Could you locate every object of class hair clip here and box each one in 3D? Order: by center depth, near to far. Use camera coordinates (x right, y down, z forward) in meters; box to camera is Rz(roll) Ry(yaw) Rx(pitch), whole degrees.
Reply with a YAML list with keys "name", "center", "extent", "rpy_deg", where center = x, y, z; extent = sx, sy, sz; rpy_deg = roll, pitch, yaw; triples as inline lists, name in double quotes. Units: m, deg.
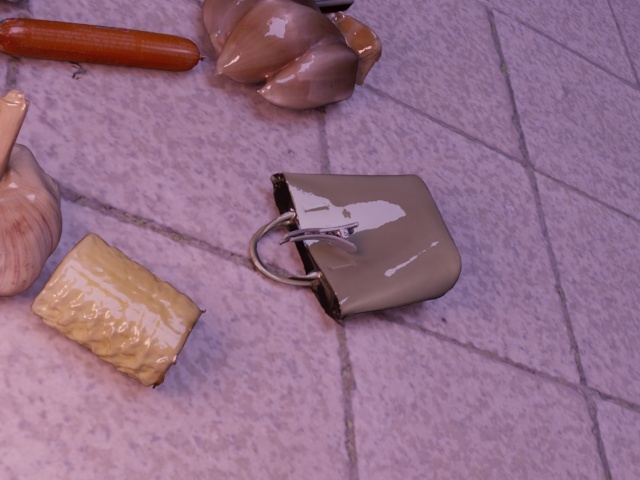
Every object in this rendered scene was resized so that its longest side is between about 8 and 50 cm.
- name: "hair clip"
  center: [0.000, -0.001, 1.474]
  extent: [0.115, 0.030, 0.039]
  rpy_deg: [-3, 61, -24]

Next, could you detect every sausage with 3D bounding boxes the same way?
- name: "sausage"
  center: [-0.299, -0.269, 1.503]
  extent: [0.348, 0.053, 0.053]
  rpy_deg: [-3, 58, -44]

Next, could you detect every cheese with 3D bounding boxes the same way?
- name: "cheese"
  center: [-0.228, 0.079, 1.226]
  extent: [0.167, 0.094, 0.123]
  rpy_deg: [34, 48, -8]

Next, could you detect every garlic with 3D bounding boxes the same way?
- name: "garlic"
  center: [-0.340, -0.063, 1.142]
  extent: [0.199, 0.226, 0.199]
  rpy_deg: [25, 37, -21]
- name: "garlic"
  center: [-0.057, -0.334, 1.734]
  extent: [0.325, 0.132, 0.279]
  rpy_deg: [-6, 52, -52]

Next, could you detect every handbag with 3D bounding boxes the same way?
- name: "handbag"
  center: [0.043, -0.002, 1.545]
  extent: [0.315, 0.109, 0.241]
  rpy_deg: [-2, 57, -40]

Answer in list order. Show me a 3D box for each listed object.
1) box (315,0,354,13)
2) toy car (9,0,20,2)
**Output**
- name: "box"
  center: [-0.029, -0.454, 1.940]
  extent: [0.177, 0.036, 0.115]
  rpy_deg: [-21, 71, -50]
- name: "toy car"
  center: [-0.423, -0.395, 1.500]
  extent: [0.095, 0.056, 0.205]
  rpy_deg: [31, 43, -19]
